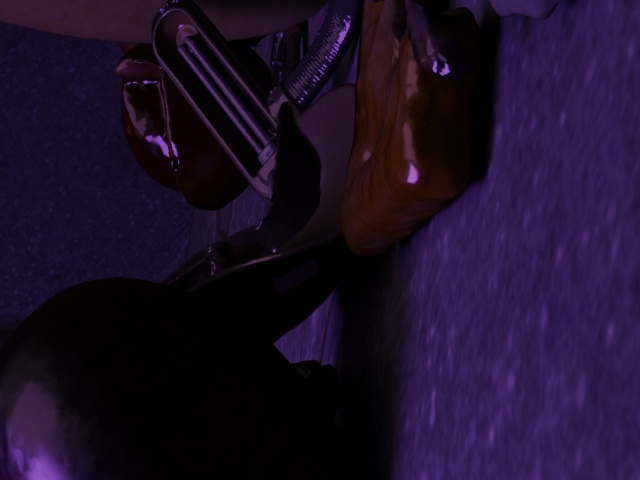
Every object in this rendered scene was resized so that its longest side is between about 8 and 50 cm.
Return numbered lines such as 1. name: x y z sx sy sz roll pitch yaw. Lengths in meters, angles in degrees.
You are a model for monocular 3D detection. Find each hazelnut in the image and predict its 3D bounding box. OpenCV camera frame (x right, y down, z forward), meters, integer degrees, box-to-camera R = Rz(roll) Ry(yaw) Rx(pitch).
1. hazelnut: -0.125 -0.129 1.423 0.202 0.160 0.170 35 145 50

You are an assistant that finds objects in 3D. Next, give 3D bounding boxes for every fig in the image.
1. fig: -0.082 0.129 0.794 0.235 0.214 0.235 160 90 -86

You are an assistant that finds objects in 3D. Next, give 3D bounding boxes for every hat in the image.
1. hat: 0.000 0.000 0.864 0.173 0.144 0.166 13 63 46

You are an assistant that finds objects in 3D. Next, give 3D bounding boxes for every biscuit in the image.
1. biscuit: 0.045 -0.084 0.689 0.183 0.039 0.174 145 134 -79

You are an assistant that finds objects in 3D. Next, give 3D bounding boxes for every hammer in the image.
1. hammer: -0.025 -0.126 1.255 0.297 0.027 0.125 -93 13 -48

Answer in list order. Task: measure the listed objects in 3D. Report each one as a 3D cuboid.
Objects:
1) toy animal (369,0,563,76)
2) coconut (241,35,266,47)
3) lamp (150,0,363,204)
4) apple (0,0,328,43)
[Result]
1. toy animal: 0.061 -0.192 0.534 0.170 0.090 0.255 -173 93 -86
2. coconut: -0.135 -0.306 1.541 0.241 0.241 0.241 -173 90 -82
3. lamp: -0.062 -0.185 0.976 0.203 0.124 0.283 41 160 28
4. apple: -0.142 -0.280 1.014 0.311 0.360 0.320 -119 34 -69
